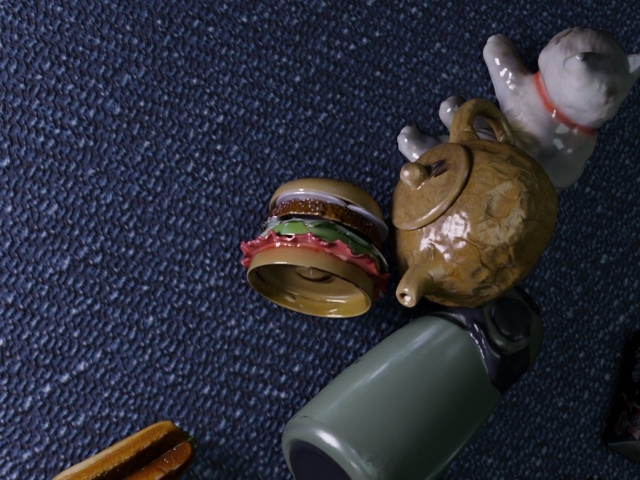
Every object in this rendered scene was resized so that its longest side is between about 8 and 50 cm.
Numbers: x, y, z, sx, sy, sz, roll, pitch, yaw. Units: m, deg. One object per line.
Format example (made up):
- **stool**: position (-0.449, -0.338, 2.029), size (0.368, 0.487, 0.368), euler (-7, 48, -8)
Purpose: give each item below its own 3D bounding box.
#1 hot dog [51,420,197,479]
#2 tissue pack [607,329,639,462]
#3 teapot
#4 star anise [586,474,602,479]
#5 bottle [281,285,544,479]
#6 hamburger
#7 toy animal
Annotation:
- **hot dog**: position (-0.216, 0.254, 1.218), size (0.188, 0.055, 0.072), euler (-26, 90, -28)
- **tissue pack**: position (0.460, 0.214, 1.555), size (0.103, 0.090, 0.170), euler (27, 68, -21)
- **teapot**: position (0.157, -0.047, 1.320), size (0.167, 0.203, 0.311), euler (38, 56, -26)
- **star anise**: position (0.318, 0.439, 1.445), size (0.288, 0.088, 0.288), euler (6, 77, -28)
- **bottle**: position (0.123, 0.175, 1.345), size (0.347, 0.168, 0.168), euler (-39, 100, -28)
- **hamburger**: position (0.003, 0.001, 1.317), size (0.175, 0.175, 0.137), euler (26, 64, -21)
- **toy animal**: position (0.268, -0.159, 1.478), size (0.308, 0.188, 0.266), euler (3, 88, -30)
